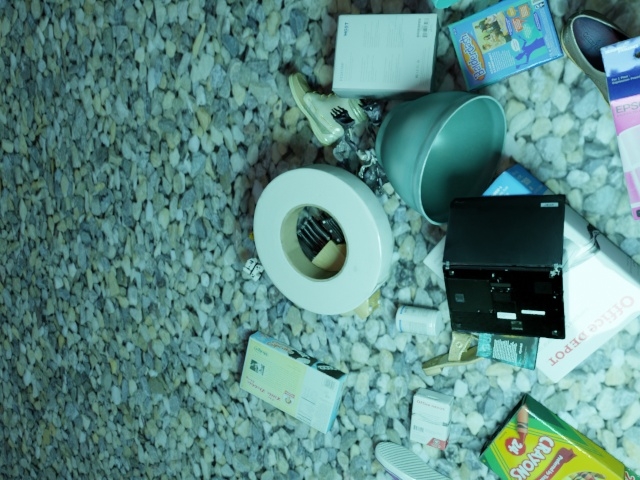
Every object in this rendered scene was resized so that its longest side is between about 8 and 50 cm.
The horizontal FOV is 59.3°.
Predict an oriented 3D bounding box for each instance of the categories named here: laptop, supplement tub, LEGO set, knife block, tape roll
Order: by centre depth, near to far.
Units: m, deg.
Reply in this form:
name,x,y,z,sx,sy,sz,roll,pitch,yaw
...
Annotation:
name,x,y,z,sx,sy,sz,roll,pitch,yaw
laptop,0.387,0.055,1.173,0.234,0.136,0.264,0,118,29
tape roll,0.000,0.000,1.435,0.392,0.072,0.392,12,113,30
supplement tub,0.255,0.209,1.462,0.107,0.071,0.071,6,104,27
knife block,0.037,0.064,1.538,0.242,0.088,0.276,3,103,28
LEGO set,-0.162,-0.005,1.628,0.093,0.087,0.227,33,115,2

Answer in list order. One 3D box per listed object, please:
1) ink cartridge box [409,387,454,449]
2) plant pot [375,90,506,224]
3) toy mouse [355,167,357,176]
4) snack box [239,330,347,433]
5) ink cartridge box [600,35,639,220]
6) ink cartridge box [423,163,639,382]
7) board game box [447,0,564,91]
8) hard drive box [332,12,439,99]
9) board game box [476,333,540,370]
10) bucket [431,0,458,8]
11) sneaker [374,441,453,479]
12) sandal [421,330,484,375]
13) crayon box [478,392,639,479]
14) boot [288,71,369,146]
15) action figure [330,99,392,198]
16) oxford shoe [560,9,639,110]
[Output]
name,x,y,z,sx,sy,sz,roll,pitch,yaw
ink cartridge box,0.298,0.476,1.505,0.099,0.056,0.135,11,106,26
plant pot,0.250,-0.208,1.272,0.196,0.293,0.293,34,116,39
toy mouse,0.058,-0.125,1.517,0.143,0.031,0.161,16,108,24
snack box,-0.089,0.425,1.699,0.321,0.060,0.187,22,110,23
ink cartridge box,0.662,-0.213,1.069,0.175,0.069,0.371,-10,120,31
ink cartridge box,0.481,0.067,1.255,0.395,0.166,0.285,44,118,13
board game box,0.409,-0.445,1.250,0.210,0.047,0.160,-16,94,30
hard drive box,0.154,-0.431,1.325,0.232,0.089,0.181,6,92,15
board game box,0.409,0.176,1.208,0.126,0.026,0.186,11,108,28
bucket,0.293,-0.631,1.153,0.281,0.281,0.183,-32,91,30
sneaker,0.252,0.693,1.555,0.282,0.102,0.161,31,117,19
sandal,0.343,0.269,1.418,0.240,0.088,0.079,-31,91,35
crayon box,0.576,0.553,1.359,0.318,0.081,0.202,35,114,17
boot,0.025,-0.373,1.456,0.165,0.077,0.213,-29,92,30
action figure,0.118,-0.221,1.402,0.164,0.141,0.276,-19,135,1
oxford shoe,0.618,-0.313,1.114,0.363,0.132,0.130,44,116,9
